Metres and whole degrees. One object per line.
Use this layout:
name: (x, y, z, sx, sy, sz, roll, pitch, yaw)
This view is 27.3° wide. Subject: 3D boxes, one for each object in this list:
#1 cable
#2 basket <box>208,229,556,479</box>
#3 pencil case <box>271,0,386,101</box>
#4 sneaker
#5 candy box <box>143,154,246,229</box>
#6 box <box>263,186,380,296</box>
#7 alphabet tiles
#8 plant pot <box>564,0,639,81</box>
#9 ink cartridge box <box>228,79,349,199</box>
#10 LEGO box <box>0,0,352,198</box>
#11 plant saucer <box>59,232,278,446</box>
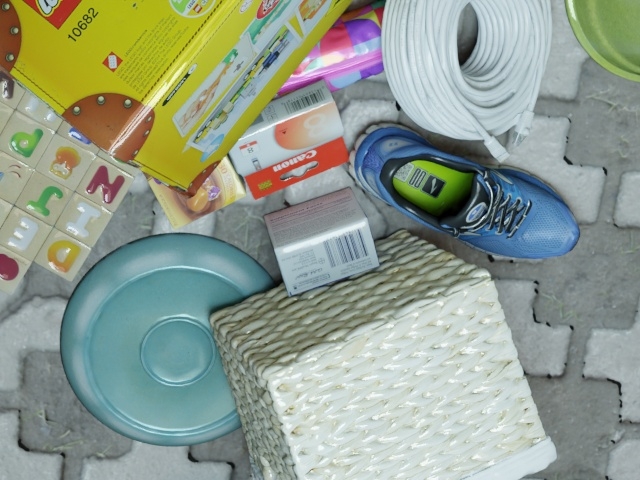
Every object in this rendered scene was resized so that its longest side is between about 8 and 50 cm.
cable: (0.186, -0.254, 1.629, 0.257, 0.089, 0.257, 28, 81, -42)
basket: (0.060, 0.186, 1.667, 0.331, 0.328, 0.266, -24, 107, -12)
pencil case: (0.006, -0.227, 1.658, 0.236, 0.104, 0.104, -22, 110, -1)
sneaker: (0.198, -0.042, 1.721, 0.330, 0.147, 0.130, 19, 105, -18)
candy box: (-0.183, -0.121, 1.691, 0.109, 0.053, 0.187, -25, 112, 3)
box: (0.000, 0.000, 1.713, 0.126, 0.137, 0.072, -18, 112, -2)
alphabet tiles: (-0.384, -0.104, 1.653, 0.285, 0.011, 0.343, 30, 108, -13)
plant pot: (0.470, -0.304, 1.615, 0.276, 0.254, 0.276, -3, 109, -8)
ink cartridge box: (-0.038, -0.112, 1.670, 0.145, 0.045, 0.179, -23, 145, 0)
LEGO box: (-0.092, -0.310, 1.413, 0.193, 0.372, 0.500, 39, 90, 8)
plant saucer: (-0.194, 0.146, 1.787, 0.317, 0.044, 0.318, -2, 108, -7)
